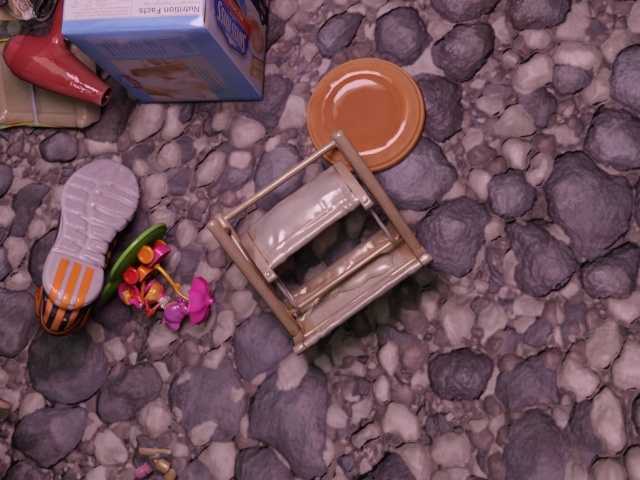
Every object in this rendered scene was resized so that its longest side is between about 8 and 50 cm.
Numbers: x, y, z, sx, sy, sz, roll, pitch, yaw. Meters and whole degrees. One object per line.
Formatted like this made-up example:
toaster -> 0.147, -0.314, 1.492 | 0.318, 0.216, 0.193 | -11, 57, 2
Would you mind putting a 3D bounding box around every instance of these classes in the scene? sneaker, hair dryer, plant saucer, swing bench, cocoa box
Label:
sneaker -> -0.405, 0.018, 1.749 | 0.125, 0.180, 0.321 | 25, 49, -11
hair dryer -> -0.434, -0.348, 1.723 | 0.224, 0.080, 0.293 | -22, 100, 25
plant saucer -> 0.072, -0.210, 1.737 | 0.200, 0.037, 0.199 | -2, 80, 11
swing bench -> 0.000, 0.000, 1.642 | 0.253, 0.165, 0.254 | -35, 95, 3
cocoa box -> -0.233, -0.374, 1.671 | 0.232, 0.347, 0.227 | 0, 80, 11

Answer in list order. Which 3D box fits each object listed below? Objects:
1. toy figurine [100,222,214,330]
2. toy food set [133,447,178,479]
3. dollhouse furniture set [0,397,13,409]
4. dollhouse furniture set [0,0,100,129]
toy figurine -> -0.256, 0.086, 1.722 | 0.159, 0.130, 0.173 | 42, 112, 7
toy food set -> -0.268, 0.397, 1.703 | 0.078, 0.019, 0.122 | 2, 87, 12
dollhouse furniture set -> -0.598, 0.343, 1.661 | 0.161, 0.242, 0.212 | 19, 83, 27
dollhouse furniture set -> -0.471, -0.356, 1.864 | 0.198, 0.151, 0.301 | 5, 109, 19
